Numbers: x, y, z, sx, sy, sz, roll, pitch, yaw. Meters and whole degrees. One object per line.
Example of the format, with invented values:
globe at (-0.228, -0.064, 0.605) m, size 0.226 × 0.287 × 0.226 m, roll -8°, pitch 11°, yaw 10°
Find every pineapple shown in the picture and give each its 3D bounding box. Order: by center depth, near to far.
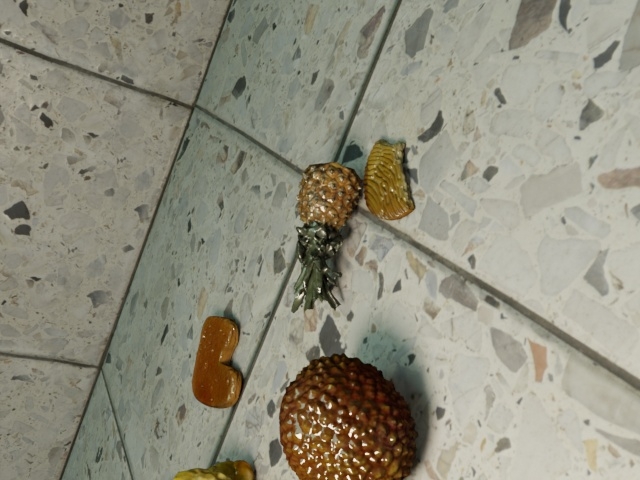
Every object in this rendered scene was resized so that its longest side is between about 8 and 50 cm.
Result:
pineapple at (-0.003, -0.001, 1.539) m, size 0.165 × 0.165 × 0.365 m, roll 2°, pitch 80°, yaw 58°

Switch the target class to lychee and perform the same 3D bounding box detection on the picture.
lychee at (0.057, 0.350, 1.196) m, size 0.267 × 0.267 × 0.268 m, roll -32°, pitch 51°, yaw 48°

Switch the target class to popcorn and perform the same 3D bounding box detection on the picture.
popcorn at (-0.276, 0.667, 1.550) m, size 0.225 × 0.265 × 0.332 m, roll -35°, pitch 21°, yaw 35°

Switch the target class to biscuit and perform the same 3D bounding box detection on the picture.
biscuit at (0.157, -0.138, 1.460) m, size 0.228 × 0.031 × 0.176 m, roll 46°, pitch 117°, yaw 56°
biscuit at (-0.297, 0.363, 1.937) m, size 0.262 × 0.052 × 0.277 m, roll -12°, pitch 65°, yaw 51°
